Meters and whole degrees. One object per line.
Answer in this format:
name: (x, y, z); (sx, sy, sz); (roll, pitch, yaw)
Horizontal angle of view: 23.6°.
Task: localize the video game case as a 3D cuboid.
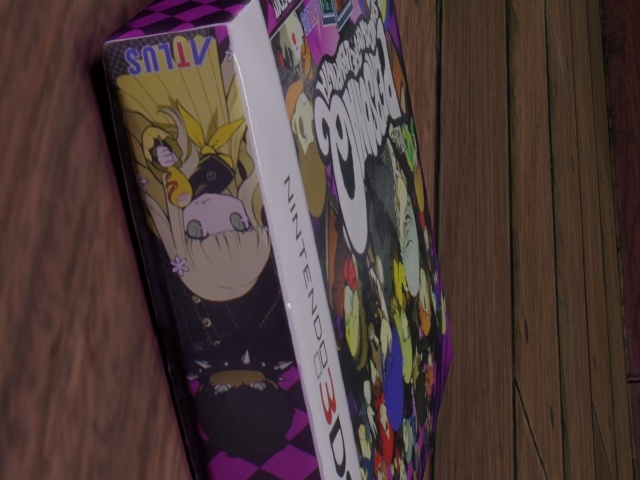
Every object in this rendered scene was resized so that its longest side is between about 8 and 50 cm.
video game case: (0.000, 0.000, 0.520); (0.232, 0.042, 0.210); (-63, 145, -66)
